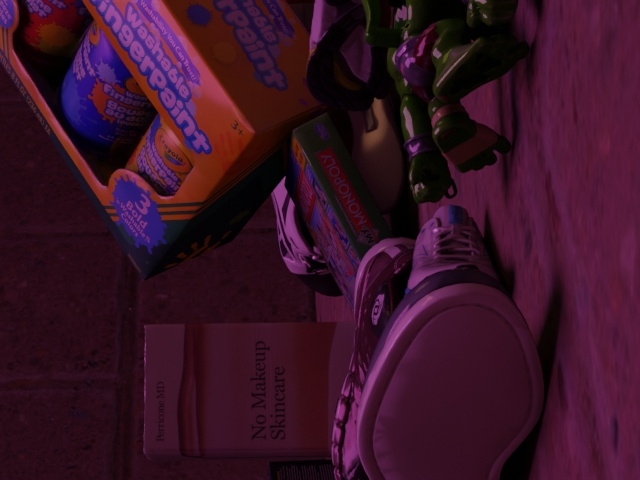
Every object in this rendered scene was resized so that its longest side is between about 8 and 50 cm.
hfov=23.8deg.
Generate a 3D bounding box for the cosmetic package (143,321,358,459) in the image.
[{"bbox_3d":[-0.049,0.171,1.716,0.129,0.296,0.153,97,171,-78],"label":"cosmetic package"}]

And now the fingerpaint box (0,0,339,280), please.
[{"bbox_3d":[-0.216,-0.233,1.845,0.445,0.163,0.371,56,142,10],"label":"fingerpaint box"}]

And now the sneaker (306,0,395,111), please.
[{"bbox_3d":[0.038,-0.273,1.500,0.300,0.111,0.121,105,168,-46],"label":"sneaker"}]

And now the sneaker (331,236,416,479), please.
[{"bbox_3d":[0.069,0.138,1.319,0.162,0.106,0.281,-177,86,-84],"label":"sneaker"}]

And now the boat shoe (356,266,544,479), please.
[{"bbox_3d":[0.078,0.110,0.998,0.319,0.116,0.099,84,178,-50],"label":"boat shoe"}]

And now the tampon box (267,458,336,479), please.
[{"bbox_3d":[0.015,0.346,1.899,0.101,0.161,0.120,-103,11,-76],"label":"tampon box"}]

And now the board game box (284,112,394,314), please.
[{"bbox_3d":[0.030,-0.010,1.729,0.213,0.046,0.317,61,174,6],"label":"board game box"}]

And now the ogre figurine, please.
[{"bbox_3d":[0.082,-0.127,1.005,0.197,0.097,0.118,73,180,-56],"label":"ogre figurine"}]

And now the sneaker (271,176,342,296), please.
[{"bbox_3d":[0.000,0.000,2.265,0.330,0.122,0.146,67,176,-47],"label":"sneaker"}]

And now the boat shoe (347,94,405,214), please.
[{"bbox_3d":[0.065,-0.108,1.733,0.063,0.066,0.184,37,-147,-57],"label":"boat shoe"}]

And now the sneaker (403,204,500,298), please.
[{"bbox_3d":[0.093,0.013,1.114,0.191,0.071,0.083,140,134,-86],"label":"sneaker"}]

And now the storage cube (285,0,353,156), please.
[{"bbox_3d":[-0.014,-0.205,1.993,0.215,0.184,0.193,-101,9,-70],"label":"storage cube"}]
